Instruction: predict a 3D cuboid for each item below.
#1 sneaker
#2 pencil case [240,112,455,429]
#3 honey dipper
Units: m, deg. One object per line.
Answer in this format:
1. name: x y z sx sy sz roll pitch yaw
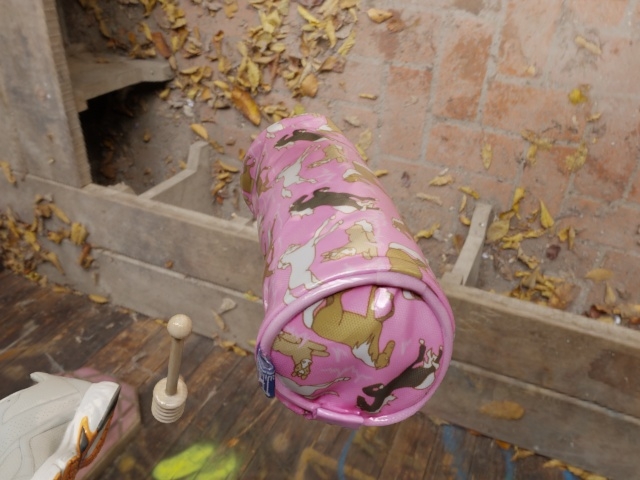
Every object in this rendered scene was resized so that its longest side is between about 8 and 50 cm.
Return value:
1. sneaker: -0.303 0.221 0.535 0.121 0.262 0.099 18 101 -6
2. pencil case: 0.000 0.000 0.548 0.167 0.386 0.160 -26 122 6
3. honey dipper: -0.120 0.108 0.436 0.030 0.030 0.161 33 138 6
